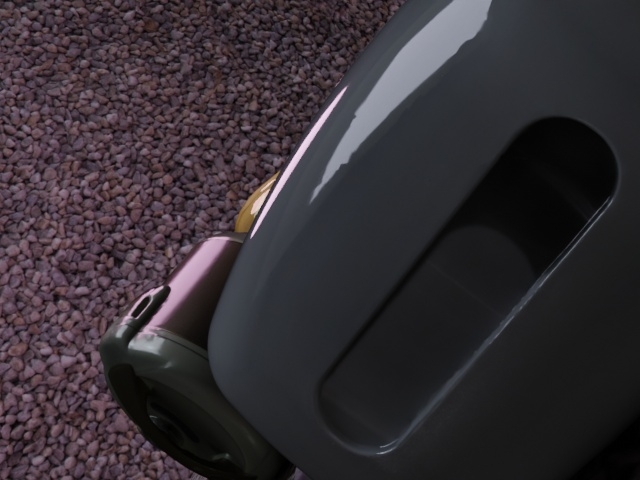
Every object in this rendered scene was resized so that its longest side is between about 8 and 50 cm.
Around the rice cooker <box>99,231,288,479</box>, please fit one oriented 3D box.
[{"bbox_3d":[-0.143,0.185,1.540,0.325,0.335,0.335,-52,0,-32],"label":"rice cooker"}]

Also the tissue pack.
[{"bbox_3d":[0.093,-0.003,0.538,0.333,0.229,0.236,-54,0,24],"label":"tissue pack"}]

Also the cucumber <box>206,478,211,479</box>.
[{"bbox_3d":[-0.185,0.460,1.548,0.115,0.086,0.193,16,61,41],"label":"cucumber"}]

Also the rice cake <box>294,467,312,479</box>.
[{"bbox_3d":[0.072,0.147,1.088,0.298,0.050,0.106,-55,2,16],"label":"rice cake"}]

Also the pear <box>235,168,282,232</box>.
[{"bbox_3d":[0.000,0.000,1.803,0.309,0.309,0.309,-55,2,3],"label":"pear"}]
